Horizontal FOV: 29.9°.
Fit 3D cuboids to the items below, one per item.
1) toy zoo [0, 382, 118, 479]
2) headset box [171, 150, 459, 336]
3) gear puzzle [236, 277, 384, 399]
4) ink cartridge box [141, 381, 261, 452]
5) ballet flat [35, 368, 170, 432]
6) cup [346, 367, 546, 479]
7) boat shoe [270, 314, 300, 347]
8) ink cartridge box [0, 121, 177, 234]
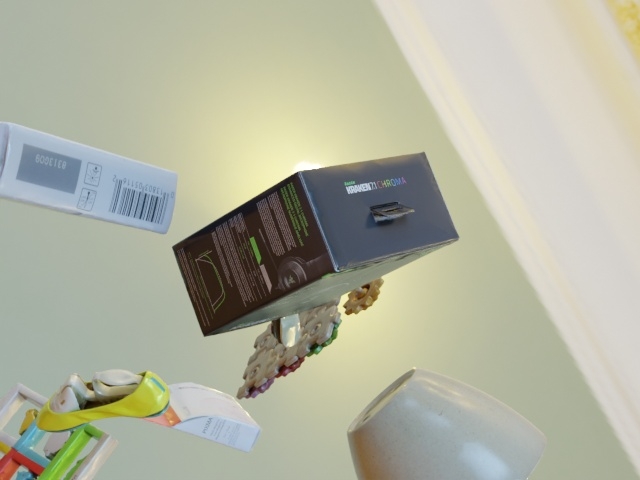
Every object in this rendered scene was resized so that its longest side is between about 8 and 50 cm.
[{"bbox_3d":[-0.480,0.343,1.922,0.293,0.192,0.030,18,-27,38],"label":"toy zoo"},{"bbox_3d":[0.000,0.000,1.527,0.283,0.246,0.131,-28,-101,41],"label":"headset box"},{"bbox_3d":[-0.006,0.148,2.014,0.044,0.175,0.339,40,-54,-18],"label":"gear puzzle"},{"bbox_3d":[-0.238,0.287,2.091,0.232,0.066,0.189,27,1,-23],"label":"ink cartridge box"},{"bbox_3d":[-0.329,0.225,1.745,0.231,0.077,0.077,-10,-51,22],"label":"ballet flat"},{"bbox_3d":[0.183,0.359,2.045,0.237,0.331,0.331,47,-32,-1],"label":"cup"},{"bbox_3d":[-0.054,0.100,1.876,0.042,0.049,0.133,30,-58,46],"label":"boat shoe"},{"bbox_3d":[-0.421,-0.096,1.504,0.385,0.308,0.091,9,-92,31],"label":"ink cartridge box"}]
